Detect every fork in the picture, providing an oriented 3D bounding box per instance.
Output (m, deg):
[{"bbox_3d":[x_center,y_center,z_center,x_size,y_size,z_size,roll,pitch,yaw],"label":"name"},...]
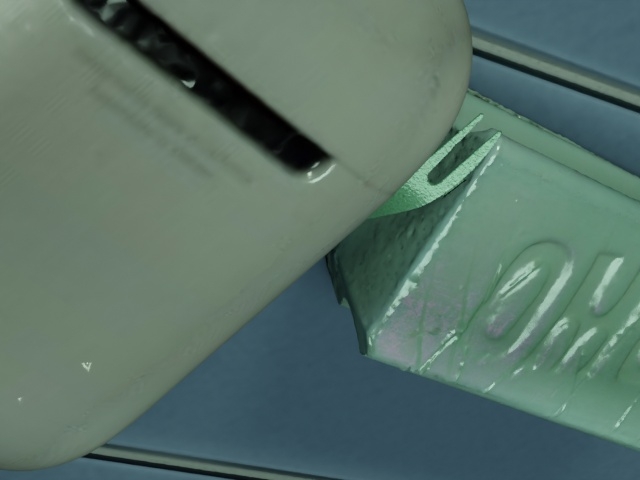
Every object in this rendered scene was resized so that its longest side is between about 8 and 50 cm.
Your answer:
[{"bbox_3d":[0.000,0.001,0.728,0.039,0.021,0.235,43,124,-18],"label":"fork"}]

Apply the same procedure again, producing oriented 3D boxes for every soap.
[{"bbox_3d":[0.140,0.027,0.799,0.261,0.094,0.150,22,116,-31],"label":"soap"}]

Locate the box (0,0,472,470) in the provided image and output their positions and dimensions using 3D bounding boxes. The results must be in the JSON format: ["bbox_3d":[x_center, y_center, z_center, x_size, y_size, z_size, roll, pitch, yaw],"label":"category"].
[{"bbox_3d":[-0.120,-0.053,0.609,0.349,0.141,0.288,-42,128,14],"label":"box"}]
